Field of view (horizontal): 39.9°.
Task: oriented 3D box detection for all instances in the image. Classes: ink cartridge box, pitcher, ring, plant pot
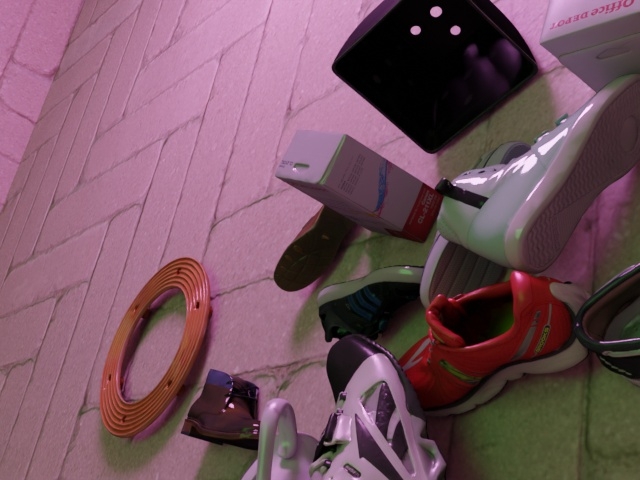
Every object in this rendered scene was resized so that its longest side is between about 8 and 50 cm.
[{"bbox_3d":[0.331,-0.259,0.920,0.128,0.127,0.176,-6,60,53],"label":"ink cartridge box"},{"bbox_3d":[-0.049,0.288,0.925,0.126,0.177,0.207,-5,35,21],"label":"pitcher"},{"bbox_3d":[0.049,-0.071,1.133,0.127,0.175,0.072,17,80,58],"label":"ink cartridge box"},{"bbox_3d":[-0.289,0.187,1.559,0.337,0.032,0.336,-35,39,35],"label":"ring"},{"bbox_3d":[0.149,-0.263,1.156,0.188,0.187,0.167,-39,24,32],"label":"plant pot"}]

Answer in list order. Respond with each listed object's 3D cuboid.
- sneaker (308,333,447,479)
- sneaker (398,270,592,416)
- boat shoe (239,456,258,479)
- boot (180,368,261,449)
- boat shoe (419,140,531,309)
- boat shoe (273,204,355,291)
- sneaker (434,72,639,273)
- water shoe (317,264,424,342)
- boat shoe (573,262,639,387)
[{"bbox_3d":[0.039,0.222,0.897,0.330,0.146,0.122,-118,21,-51],"label":"sneaker"},{"bbox_3d":[0.147,0.096,0.901,0.279,0.118,0.107,-39,37,47],"label":"sneaker"},{"bbox_3d":[-0.107,0.368,1.094,0.088,0.096,0.267,27,96,54],"label":"boat shoe"},{"bbox_3d":[-0.124,0.232,1.233,0.219,0.082,0.106,-10,60,54],"label":"boot"},{"bbox_3d":[0.176,-0.011,1.012,0.226,0.083,0.076,-55,19,-14],"label":"boat shoe"},{"bbox_3d":[0.000,-0.001,1.270,0.178,0.064,0.060,-53,1,11],"label":"boat shoe"},{"bbox_3d":[0.224,-0.086,0.911,0.256,0.094,0.151,-47,35,-17],"label":"sneaker"},{"bbox_3d":[0.075,0.083,1.094,0.203,0.073,0.080,-22,70,51],"label":"water shoe"},{"bbox_3d":[0.346,0.029,0.703,0.302,0.091,0.114,-40,37,31],"label":"boat shoe"}]
